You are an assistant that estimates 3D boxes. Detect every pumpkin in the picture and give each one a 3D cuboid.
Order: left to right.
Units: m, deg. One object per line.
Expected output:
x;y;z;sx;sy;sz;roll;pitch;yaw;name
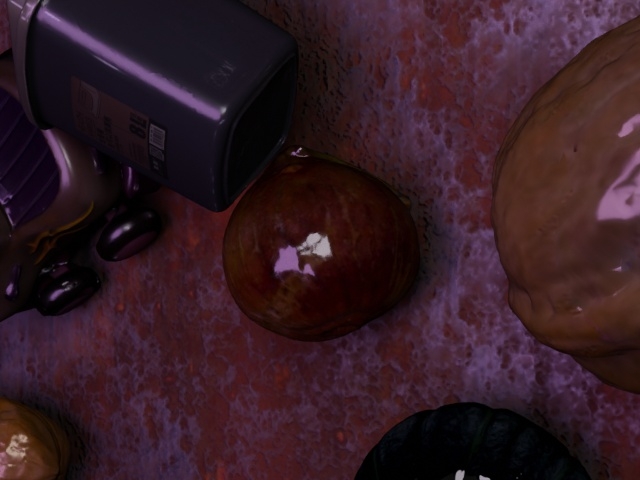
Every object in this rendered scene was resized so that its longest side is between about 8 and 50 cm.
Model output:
0.128;0.282;1.414;0.248;0.248;0.248;3;97;30;pumpkin

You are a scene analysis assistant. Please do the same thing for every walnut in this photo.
-0.371;0.246;1.759;0.180;0.144;0.144;10;100;13;walnut
0.295;-0.029;1.264;0.344;0.306;0.306;-31;79;22;walnut

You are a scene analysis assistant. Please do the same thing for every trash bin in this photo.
-0.174;-0.174;1.485;0.290;0.182;0.209;31;150;13;trash bin

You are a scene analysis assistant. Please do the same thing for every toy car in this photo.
-0.352;-0.053;1.663;0.341;0.240;0.271;-43;76;29;toy car

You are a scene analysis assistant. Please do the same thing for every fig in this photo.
-0.001;0.001;1.504;0.205;0.205;0.205;3;97;30;fig
